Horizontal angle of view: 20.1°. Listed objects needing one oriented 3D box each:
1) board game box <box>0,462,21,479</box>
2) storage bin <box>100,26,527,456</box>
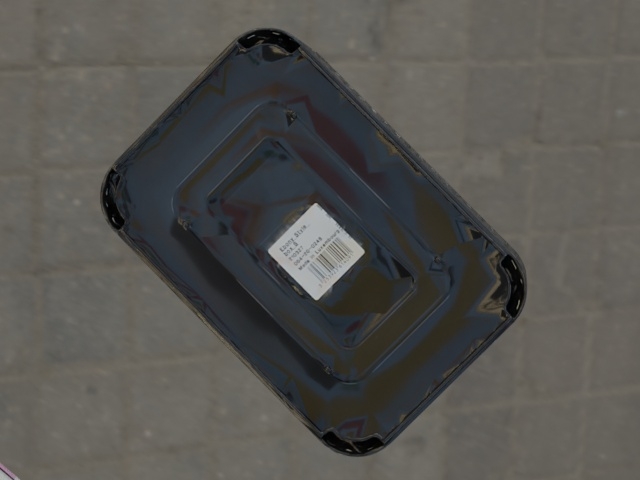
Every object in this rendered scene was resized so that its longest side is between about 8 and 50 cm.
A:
[{"bbox_3d":[-0.124,0.204,0.554,0.316,0.064,0.242,46,52,-21],"label":"board game box"},{"bbox_3d":[0.000,0.000,0.852,0.122,0.084,0.180,-45,86,5],"label":"storage bin"}]
